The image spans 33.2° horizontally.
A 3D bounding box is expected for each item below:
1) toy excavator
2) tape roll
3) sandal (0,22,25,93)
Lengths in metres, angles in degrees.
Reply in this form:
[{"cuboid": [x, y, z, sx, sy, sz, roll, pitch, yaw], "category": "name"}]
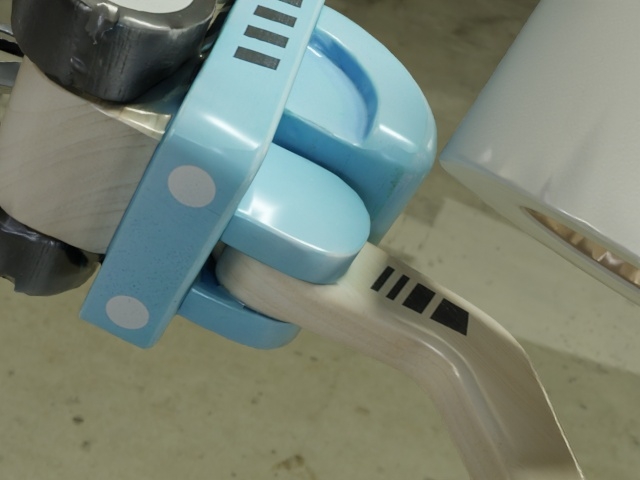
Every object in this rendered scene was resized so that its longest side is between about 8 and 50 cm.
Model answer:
[{"cuboid": [0.000, 0.000, 0.666, 0.445, 0.222, 0.433, 25, 37, -9], "category": "toy excavator"}, {"cuboid": [0.213, -0.050, 0.606, 0.246, 0.169, 0.246, 33, 1, -1], "category": "tape roll"}, {"cuboid": [-0.245, -0.153, 0.934, 0.254, 0.055, 0.097, 7, 1, -17], "category": "sandal"}]
